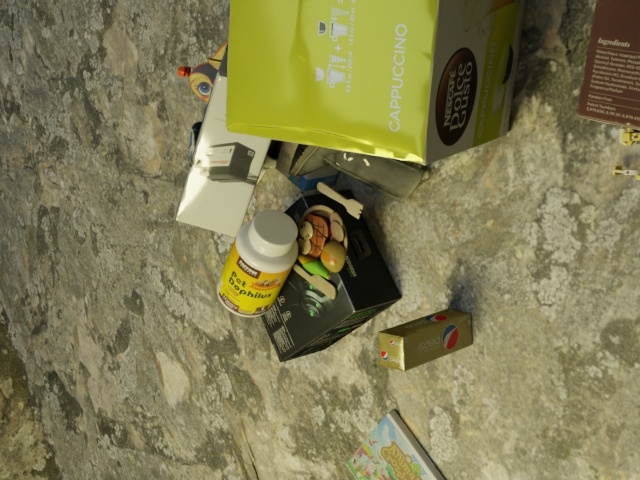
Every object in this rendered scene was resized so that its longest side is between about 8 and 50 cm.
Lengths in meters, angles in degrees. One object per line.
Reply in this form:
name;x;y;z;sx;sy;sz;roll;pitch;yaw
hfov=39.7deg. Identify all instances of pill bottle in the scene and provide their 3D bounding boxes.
pill bottle;-0.113;0.041;1.634;0.117;0.117;0.215;55;143;23

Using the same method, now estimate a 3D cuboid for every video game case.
video game case;0.154;0.470;1.730;0.212;0.023;0.193;53;132;25

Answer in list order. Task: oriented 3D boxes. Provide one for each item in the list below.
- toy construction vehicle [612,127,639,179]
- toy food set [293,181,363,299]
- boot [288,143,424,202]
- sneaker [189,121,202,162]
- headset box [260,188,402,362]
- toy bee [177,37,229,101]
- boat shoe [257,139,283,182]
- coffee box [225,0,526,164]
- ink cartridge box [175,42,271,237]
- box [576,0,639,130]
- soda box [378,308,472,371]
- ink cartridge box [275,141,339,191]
toy construction vehicle;0.460;-0.126;1.249;0.098;0.035;0.086;13;108;45
toy food set;0.000;0.000;1.588;0.132;0.038;0.192;34;119;36
boot;0.060;-0.128;1.595;0.189;0.208;0.076;147;141;-67
sneaker;-0.270;-0.162;2.006;0.081;0.080;0.211;-1;97;44
headset box;-0.007;0.066;1.732;0.283;0.131;0.246;-40;69;44
toy bee;-0.200;-0.336;1.782;0.162;0.195;0.298;32;84;2
boat shoe;-0.123;-0.186;1.826;0.096;0.098;0.277;48;129;30
coffee box;0.090;-0.322;1.329;0.338;0.334;0.338;13;109;29
ink cartridge box;-0.158;-0.197;1.642;0.223;0.129;0.307;-88;17;-57
box;0.455;-0.245;1.128;0.167;0.168;0.203;23;116;43
soda box;0.181;0.167;1.513;0.058;0.181;0.061;7;105;46
ink cartridge box;-0.011;-0.183;1.710;0.092;0.090;0.143;42;127;33
